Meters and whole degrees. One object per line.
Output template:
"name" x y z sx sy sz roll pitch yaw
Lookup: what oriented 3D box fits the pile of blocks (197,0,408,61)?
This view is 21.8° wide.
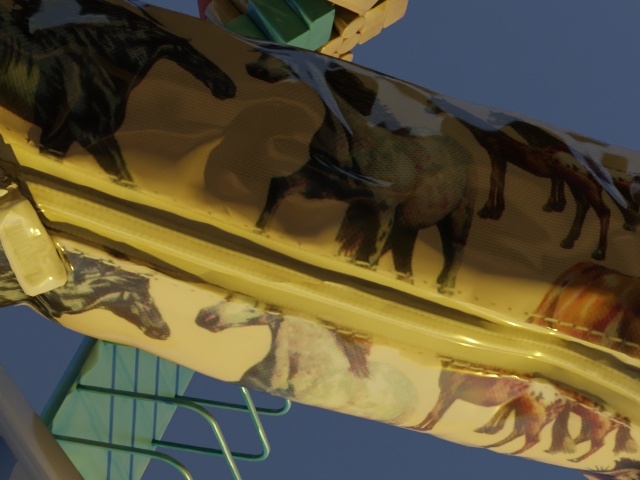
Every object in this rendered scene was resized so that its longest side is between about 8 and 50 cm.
"pile of blocks" -0.018 -0.183 1.132 0.112 0.362 0.149 50 -167 17

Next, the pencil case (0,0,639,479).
"pencil case" 0.000 0.000 0.718 0.410 0.160 0.183 17 -153 -15

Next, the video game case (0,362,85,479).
"video game case" -0.229 0.223 0.866 0.036 0.329 0.300 33 -92 -24

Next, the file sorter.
"file sorter" -0.088 0.103 1.068 0.118 0.104 0.170 73 -148 -43
